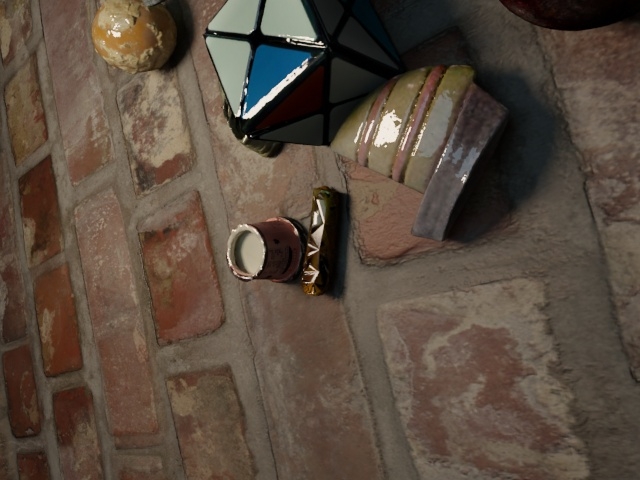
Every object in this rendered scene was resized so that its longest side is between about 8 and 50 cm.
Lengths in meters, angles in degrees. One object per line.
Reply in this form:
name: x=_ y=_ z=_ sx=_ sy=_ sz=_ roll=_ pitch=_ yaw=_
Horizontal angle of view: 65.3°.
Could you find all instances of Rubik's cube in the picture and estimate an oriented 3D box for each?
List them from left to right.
Rubik's cube: x=-0.032 y=-0.347 z=0.938 sx=0.250 sy=0.248 sz=0.246 roll=-34 pitch=72 yaw=35

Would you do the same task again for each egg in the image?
egg: x=-0.497 y=-0.549 z=1.326 sx=0.245 sy=0.203 sz=0.203 roll=-3 pitch=90 yaw=28

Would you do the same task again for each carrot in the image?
carrot: x=0.000 y=0.000 z=1.043 sx=0.069 sy=0.069 sz=0.229 roll=12 pitch=98 yaw=38

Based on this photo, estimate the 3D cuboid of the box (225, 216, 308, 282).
box: x=-0.121 y=0.023 z=1.096 sx=0.151 sy=0.135 sz=0.151 roll=3 pitch=94 yaw=37

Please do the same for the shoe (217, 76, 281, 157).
shoe: x=-0.186 y=-0.316 z=1.159 sx=0.103 sy=0.098 sz=0.275 roll=-42 pitch=66 yaw=28

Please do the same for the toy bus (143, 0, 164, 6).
toy bus: x=-0.255 y=-0.579 z=0.953 sx=0.365 sy=0.202 sz=0.177 roll=21 pitch=146 yaw=42

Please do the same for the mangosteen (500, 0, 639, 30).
mangosteen: x=0.341 y=-0.416 z=0.612 sx=0.297 sy=0.293 sz=0.297 roll=7 pitch=105 yaw=28

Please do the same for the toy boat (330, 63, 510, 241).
toy boat: x=0.169 y=-0.171 z=0.849 sx=0.293 sy=0.111 sz=0.276 roll=46 pitch=123 yaw=14
